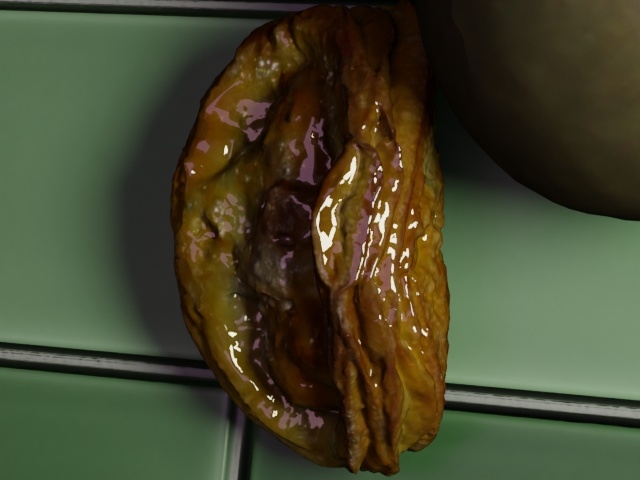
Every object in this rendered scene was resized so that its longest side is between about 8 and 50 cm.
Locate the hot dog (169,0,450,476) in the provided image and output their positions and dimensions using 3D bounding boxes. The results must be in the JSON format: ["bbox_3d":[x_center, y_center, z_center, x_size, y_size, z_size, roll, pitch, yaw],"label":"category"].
[{"bbox_3d":[-0.002,-0.002,0.939,0.175,0.114,0.259,-10,77,46],"label":"hot dog"}]

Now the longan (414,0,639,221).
[{"bbox_3d":[0.165,-0.136,0.859,0.258,0.258,0.258,-2,82,15],"label":"longan"}]
